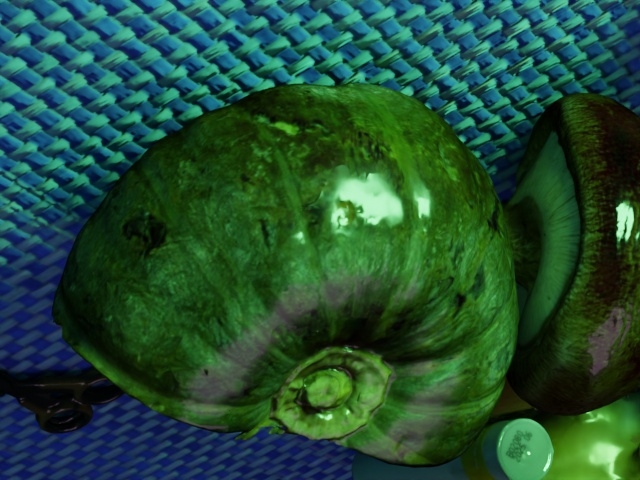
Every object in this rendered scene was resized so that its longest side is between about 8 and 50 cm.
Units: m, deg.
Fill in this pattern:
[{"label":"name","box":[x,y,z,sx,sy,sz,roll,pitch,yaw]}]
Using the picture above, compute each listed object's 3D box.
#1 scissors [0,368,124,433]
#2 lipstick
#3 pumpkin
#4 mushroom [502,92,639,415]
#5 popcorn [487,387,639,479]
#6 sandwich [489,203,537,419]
[{"label":"scissors","box":[-0.245,0.111,1.507,0.088,0.017,0.220,-37,147,28]},{"label":"lipstick","box":[0.111,0.196,1.734,0.059,0.059,0.264,-4,173,-28]},{"label":"pumpkin","box":[0.000,0.000,1.318,0.325,0.242,0.232,15,108,-38]},{"label":"mushroom","box":[0.202,0.012,1.391,0.138,0.231,0.194,11,171,-25]},{"label":"popcorn","box":[0.287,0.308,1.805,0.344,0.354,0.390,-1,171,5]},{"label":"sandwich","box":[0.166,0.056,1.582,0.220,0.108,0.186,-11,151,-13]}]
